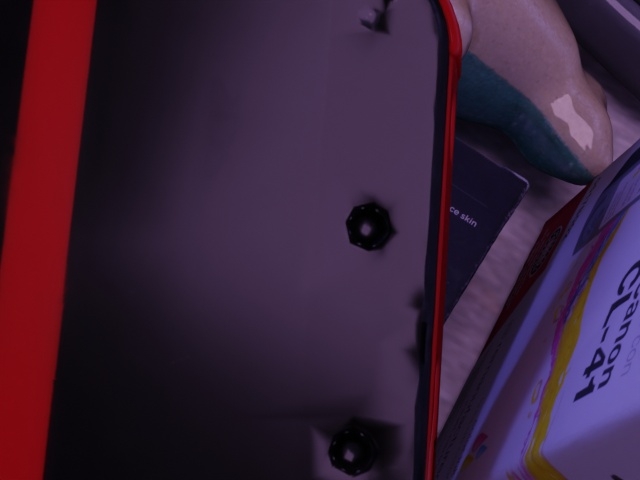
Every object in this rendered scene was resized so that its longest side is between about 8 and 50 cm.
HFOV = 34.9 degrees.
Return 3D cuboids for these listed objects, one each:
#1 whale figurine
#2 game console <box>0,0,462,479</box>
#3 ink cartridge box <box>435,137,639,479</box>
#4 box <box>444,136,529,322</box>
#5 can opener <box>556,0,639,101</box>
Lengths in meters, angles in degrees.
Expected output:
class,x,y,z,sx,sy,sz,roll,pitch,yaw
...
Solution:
class,x,y,z,sx,sy,sz,roll,pitch,yaw
whale figurine,0.061,-0.132,0.612,0.272,0.141,0.216,45,26,-14
game console,-0.113,0.035,0.452,0.341,0.060,0.387,4,81,1
ink cartridge box,0.174,0.044,0.452,0.131,0.306,0.226,32,64,2
box,0.000,0.000,0.552,0.156,0.093,0.158,34,65,3
can opener,0.157,-0.207,0.678,0.280,0.093,0.074,50,47,6
